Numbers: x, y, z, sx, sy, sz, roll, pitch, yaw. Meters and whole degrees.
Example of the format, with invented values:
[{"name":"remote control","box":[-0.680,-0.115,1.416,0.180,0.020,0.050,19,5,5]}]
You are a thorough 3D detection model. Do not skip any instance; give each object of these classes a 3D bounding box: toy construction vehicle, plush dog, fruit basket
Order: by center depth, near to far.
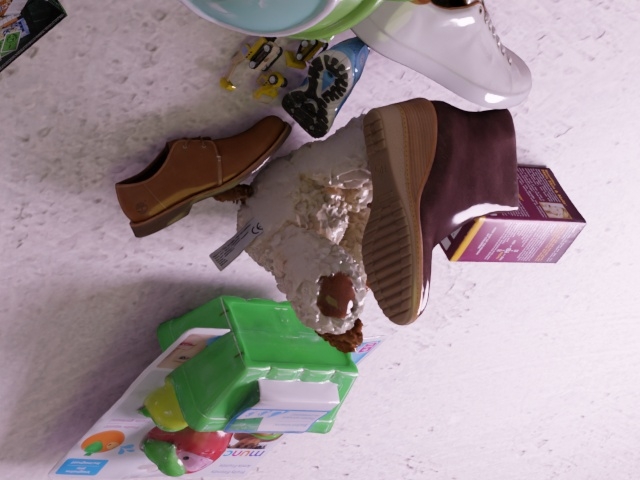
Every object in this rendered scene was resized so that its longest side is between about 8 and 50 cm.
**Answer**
[{"name":"toy construction vehicle","box":[-0.052,-0.192,1.841,0.098,0.035,0.086,-46,153,26]},{"name":"plush dog","box":[0.000,0.000,1.985,0.210,0.262,0.225,6,157,28]},{"name":"fruit basket","box":[-0.125,0.221,2.184,0.327,0.165,0.353,7,134,-41]}]

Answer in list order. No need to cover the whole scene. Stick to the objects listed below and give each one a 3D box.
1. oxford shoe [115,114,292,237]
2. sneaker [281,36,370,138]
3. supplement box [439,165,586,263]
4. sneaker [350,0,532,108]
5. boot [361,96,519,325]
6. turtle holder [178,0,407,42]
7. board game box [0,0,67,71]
[{"name":"oxford shoe","box":[-0.127,-0.088,1.886,0.212,0.076,0.076,-32,106,-15]},{"name":"sneaker","box":[0.014,-0.167,1.870,0.073,0.063,0.162,-44,179,-31]},{"name":"supplement box","box":[0.227,-0.034,2.168,0.188,0.104,0.081,2,135,-37]},{"name":"sneaker","box":[0.161,-0.230,1.877,0.290,0.106,0.123,17,122,-48]},{"name":"boot","box":[0.145,-0.033,1.885,0.207,0.248,0.090,0,173,-38]},{"name":"turtle holder","box":[-0.067,-0.307,1.529,0.227,0.320,0.243,-1,108,-44]},{"name":"board game box","box":[-0.379,-0.170,1.634,0.259,0.030,0.136,-38,146,11]}]
